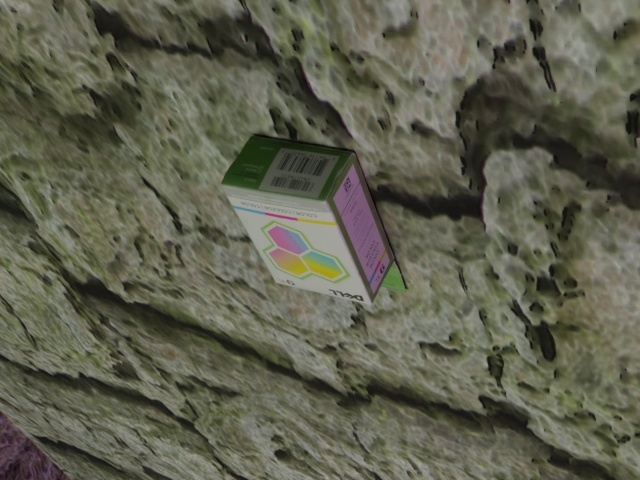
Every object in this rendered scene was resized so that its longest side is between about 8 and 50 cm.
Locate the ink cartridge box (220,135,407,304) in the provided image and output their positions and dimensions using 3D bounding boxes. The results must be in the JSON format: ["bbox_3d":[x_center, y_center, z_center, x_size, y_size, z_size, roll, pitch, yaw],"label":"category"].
[{"bbox_3d":[0.000,0.000,0.958,0.109,0.062,0.209,12,148,29],"label":"ink cartridge box"}]
